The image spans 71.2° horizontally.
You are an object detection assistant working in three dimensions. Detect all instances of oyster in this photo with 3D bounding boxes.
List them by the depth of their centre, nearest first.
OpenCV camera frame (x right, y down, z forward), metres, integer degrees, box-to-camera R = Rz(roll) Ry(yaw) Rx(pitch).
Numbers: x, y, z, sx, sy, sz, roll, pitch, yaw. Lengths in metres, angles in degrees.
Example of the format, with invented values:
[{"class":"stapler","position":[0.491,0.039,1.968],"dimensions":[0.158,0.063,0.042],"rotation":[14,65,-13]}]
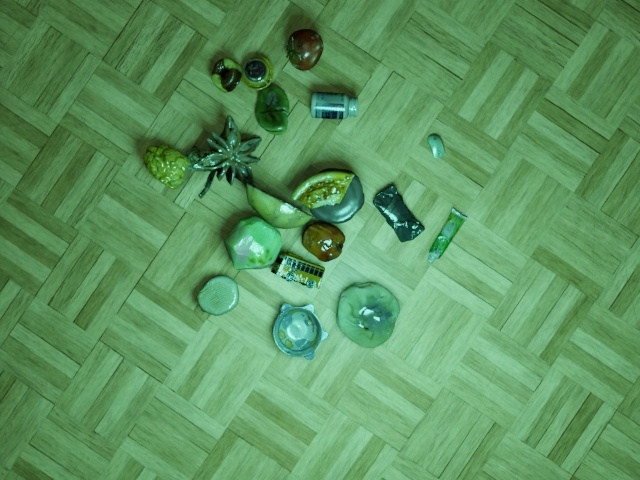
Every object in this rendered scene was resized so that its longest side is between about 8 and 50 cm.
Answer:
[{"class":"oyster","position":[-0.496,-0.340,1.891],"dimensions":[0.165,0.053,0.109],"rotation":[8,93,-2]}]

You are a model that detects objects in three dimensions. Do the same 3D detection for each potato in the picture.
[{"class":"potato","position":[-0.183,-0.123,1.804],"dimensions":[0.299,0.239,0.116],"rotation":[29,97,-5]}]

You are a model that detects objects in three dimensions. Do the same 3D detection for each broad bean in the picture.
[{"class":"broad bean","position":[-0.202,-0.546,1.893],"dimensions":[0.153,0.072,0.207],"rotation":[-15,78,-2]}]

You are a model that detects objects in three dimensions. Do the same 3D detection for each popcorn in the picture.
[{"class":"popcorn","position":[-0.634,-0.313,1.841],"dimensions":[0.163,0.140,0.194],"rotation":[-34,84,26]}]

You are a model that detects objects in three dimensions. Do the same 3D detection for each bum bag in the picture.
[{"class":"bum bag","position":[0.329,-0.109,1.883],"dimensions":[0.123,0.060,0.248],"rotation":[-38,90,-1]}]

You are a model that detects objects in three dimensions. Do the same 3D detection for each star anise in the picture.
[{"class":"star anise","position":[-0.380,-0.331,1.830],"dimensions":[0.292,0.109,0.350],"rotation":[6,90,-29]}]

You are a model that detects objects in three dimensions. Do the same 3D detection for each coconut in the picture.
[{"class":"coconut","position":[-0.281,0.021,1.816],"dimensions":[0.204,0.236,0.236],"rotation":[30,90,28]}]

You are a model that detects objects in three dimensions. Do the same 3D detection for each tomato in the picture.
[{"class":"tomato","position":[-0.062,-0.793,1.851],"dimensions":[0.167,0.167,0.168],"rotation":[0,90,0]}]

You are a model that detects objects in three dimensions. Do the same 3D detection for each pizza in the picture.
[{"class":"pizza","position":[0.008,-0.201,1.767],"dimensions":[0.270,0.056,0.135],"rotation":[-8,82,11]}]

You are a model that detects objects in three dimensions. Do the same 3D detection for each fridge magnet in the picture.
[{"class":"fridge magnet","position":[-0.268,-0.709,1.889],"dimensions":[0.142,0.063,0.143],"rotation":[0,92,3]}]

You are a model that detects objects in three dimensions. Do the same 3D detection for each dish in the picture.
[{"class":"dish","position":[-0.081,0.374,1.869],"dimensions":[0.227,0.086,0.237],"rotation":[-4,89,-1]}]

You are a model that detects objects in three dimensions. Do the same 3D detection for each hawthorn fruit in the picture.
[{"class":"hawthorn fruit","position":[0.010,0.005,1.835],"dimensions":[0.178,0.173,0.174],"rotation":[12,90,0]}]

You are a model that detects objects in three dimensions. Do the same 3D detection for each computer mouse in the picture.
[{"class":"computer mouse","position":[0.494,-0.400,1.899],"dimensions":[0.055,0.032,0.110],"rotation":[-20,89,1]}]

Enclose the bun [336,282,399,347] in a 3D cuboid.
[{"class":"bun","position":[0.192,0.305,1.831],"dimensions":[0.272,0.168,0.273],"rotation":[0,95,-6]}]

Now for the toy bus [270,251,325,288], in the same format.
[{"class":"toy bus","position":[-0.091,0.121,1.836],"dimensions":[0.200,0.098,0.114],"rotation":[21,87,-20]}]

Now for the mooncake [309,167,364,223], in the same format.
[{"class":"mooncake","position":[0.060,-0.183,1.848],"dimensions":[0.244,0.133,0.245],"rotation":[0,90,2]}]

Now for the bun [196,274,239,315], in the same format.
[{"class":"bun","position":[-0.420,0.229,1.859],"dimensions":[0.173,0.113,0.167],"rotation":[0,82,2]}]

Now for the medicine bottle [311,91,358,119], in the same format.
[{"class":"medicine bottle","position":[0.058,-0.561,1.865],"dimensions":[0.191,0.107,0.107],"rotation":[3,90,0]}]

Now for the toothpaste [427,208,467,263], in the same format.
[{"class":"toothpaste","position":[0.527,-0.013,1.891],"dimensions":[0.078,0.047,0.248],"rotation":[33,88,-2]}]

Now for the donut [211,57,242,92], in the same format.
[{"class":"donut","position":[-0.399,-0.697,1.877],"dimensions":[0.140,0.059,0.141],"rotation":[-1,85,18]}]
